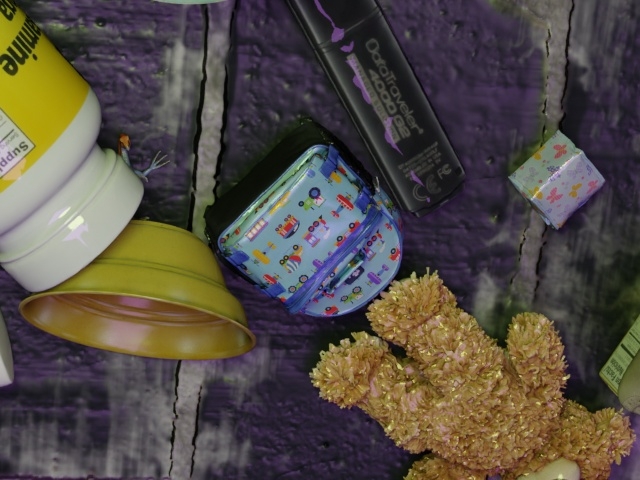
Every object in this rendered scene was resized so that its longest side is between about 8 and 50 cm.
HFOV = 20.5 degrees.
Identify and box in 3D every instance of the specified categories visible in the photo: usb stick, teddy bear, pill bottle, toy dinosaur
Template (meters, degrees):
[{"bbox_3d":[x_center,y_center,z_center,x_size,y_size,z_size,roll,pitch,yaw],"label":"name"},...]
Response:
[{"bbox_3d":[0.050,-0.149,1.646,0.077,0.045,0.278,-33,112,-8],"label":"usb stick"},{"bbox_3d":[0.154,0.170,1.741,0.245,0.113,0.338,-35,112,3],"label":"teddy bear"},{"bbox_3d":[-0.309,-0.120,1.500,0.188,0.188,0.334,-40,112,3],"label":"pill bottle"},{"bbox_3d":[-0.182,-0.053,1.631,0.090,0.047,0.082,-23,94,7],"label":"toy dinosaur"}]

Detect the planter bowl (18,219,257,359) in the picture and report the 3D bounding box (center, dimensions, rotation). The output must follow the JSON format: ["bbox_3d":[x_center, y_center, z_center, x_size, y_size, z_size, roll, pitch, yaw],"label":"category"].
[{"bbox_3d":[-0.160,0.038,1.611,0.217,0.217,0.090,12,72,-16],"label":"planter bowl"}]

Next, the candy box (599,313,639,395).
[{"bbox_3d":[0.447,0.061,1.779,0.183,0.087,0.316,29,100,-20],"label":"candy box"}]

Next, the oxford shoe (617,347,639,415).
[{"bbox_3d":[0.464,0.141,1.716,0.397,0.140,0.146,17,136,-24],"label":"oxford shoe"}]

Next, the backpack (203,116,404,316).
[{"bbox_3d":[0.000,0.000,1.648,0.158,0.117,0.173,-42,114,5],"label":"backpack"}]

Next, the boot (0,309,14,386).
[{"bbox_3d":[-0.348,0.055,1.622,0.086,0.069,0.190,-18,103,2],"label":"boot"}]

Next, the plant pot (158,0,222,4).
[{"bbox_3d":[-0.094,-0.362,1.436,0.293,0.196,0.293,5,118,10],"label":"plant pot"}]

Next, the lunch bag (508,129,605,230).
[{"bbox_3d":[0.231,-0.055,1.712,0.071,0.053,0.083,-44,137,4],"label":"lunch bag"}]
